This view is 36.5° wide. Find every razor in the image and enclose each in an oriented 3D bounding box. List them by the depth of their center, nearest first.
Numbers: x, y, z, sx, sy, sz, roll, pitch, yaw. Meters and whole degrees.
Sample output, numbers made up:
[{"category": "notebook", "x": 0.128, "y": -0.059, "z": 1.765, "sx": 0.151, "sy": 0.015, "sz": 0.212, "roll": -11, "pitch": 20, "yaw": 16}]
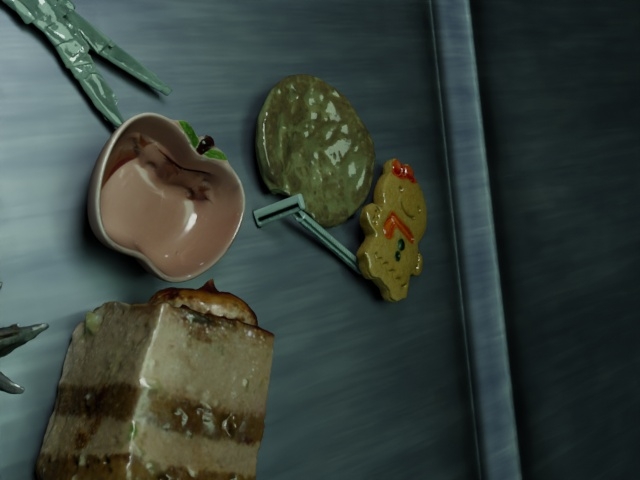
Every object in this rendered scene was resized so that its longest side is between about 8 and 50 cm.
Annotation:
[{"category": "razor", "x": 0.001, "y": -0.006, "z": 1.419, "sx": 0.211, "sy": 0.084, "sz": 0.035, "roll": 35, "pitch": 48, "yaw": -43}]

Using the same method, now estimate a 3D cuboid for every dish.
[{"category": "dish", "x": -0.206, "y": -0.050, "z": 1.218, "sx": 0.213, "sy": 0.090, "sz": 0.213, "roll": 7, "pitch": 79, "yaw": -39}]

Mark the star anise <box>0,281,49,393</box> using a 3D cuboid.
[{"category": "star anise", "x": -0.400, "y": 0.109, "z": 1.031, "sx": 0.204, "sy": 0.061, "sz": 0.180, "roll": -43, "pitch": 109, "yaw": -38}]

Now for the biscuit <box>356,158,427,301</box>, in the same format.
[{"category": "biscuit", "x": 0.121, "y": -0.019, "z": 1.520, "sx": 0.166, "sy": 0.036, "sz": 0.225, "roll": 47, "pitch": 48, "yaw": -35}]

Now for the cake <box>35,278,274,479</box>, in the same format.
[{"category": "cake", "x": -0.180, "y": 0.171, "z": 1.124, "sx": 0.199, "sy": 0.196, "sz": 0.293, "roll": 22, "pitch": 68, "yaw": -35}]

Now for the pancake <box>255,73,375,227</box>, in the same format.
[{"category": "pancake", "x": -0.008, "y": -0.131, "z": 1.441, "sx": 0.236, "sy": 0.042, "sz": 0.222, "roll": 14, "pitch": 75, "yaw": -41}]

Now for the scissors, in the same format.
[{"category": "scissors", "x": -0.337, "y": -0.292, "z": 1.186, "sx": 0.383, "sy": 0.029, "sz": 0.256, "roll": 45, "pitch": 55, "yaw": -24}]
